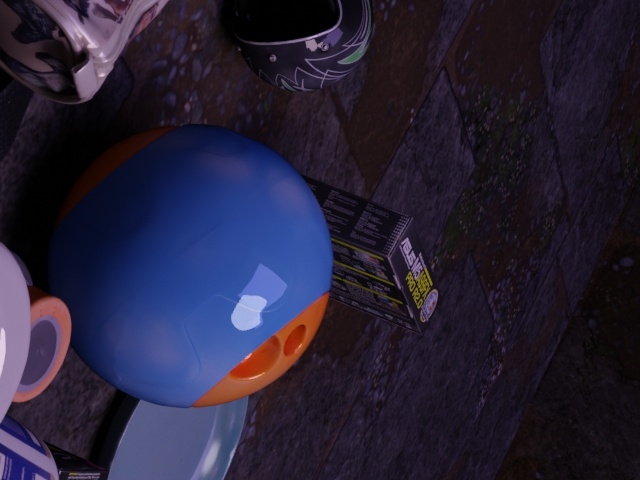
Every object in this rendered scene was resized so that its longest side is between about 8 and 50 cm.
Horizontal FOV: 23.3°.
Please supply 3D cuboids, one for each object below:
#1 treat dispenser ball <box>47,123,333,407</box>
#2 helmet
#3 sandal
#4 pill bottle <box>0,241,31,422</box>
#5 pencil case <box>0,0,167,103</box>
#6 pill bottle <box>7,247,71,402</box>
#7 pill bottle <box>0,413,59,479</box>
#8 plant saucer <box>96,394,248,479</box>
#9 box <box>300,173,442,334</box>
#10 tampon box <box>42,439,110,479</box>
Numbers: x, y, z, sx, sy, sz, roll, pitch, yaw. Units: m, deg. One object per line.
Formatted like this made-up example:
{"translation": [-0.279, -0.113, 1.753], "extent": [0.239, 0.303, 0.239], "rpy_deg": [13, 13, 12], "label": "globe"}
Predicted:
{"translation": [-0.130, 0.026, 1.568], "extent": [0.288, 0.288, 0.288], "rpy_deg": [-46, 147, -42], "label": "treat dispenser ball"}
{"translation": [-0.019, -0.248, 1.750], "extent": [0.169, 0.169, 0.161], "rpy_deg": [0, 92, -65], "label": "helmet"}
{"translation": [-0.293, -0.133, 1.414], "extent": [0.067, 0.040, 0.179], "rpy_deg": [88, 17, -51], "label": "sandal"}
{"translation": [-0.369, 0.032, 0.998], "extent": [0.188, 0.334, 0.188], "rpy_deg": [-46, 147, -42], "label": "pill bottle"}
{"translation": [-0.156, -0.292, 1.393], "extent": [0.410, 0.184, 0.160], "rpy_deg": [-53, 152, -32], "label": "pencil case"}
{"translation": [-0.319, 0.046, 1.229], "extent": [0.130, 0.246, 0.130], "rpy_deg": [-47, 148, -42], "label": "pill bottle"}
{"translation": [-0.354, 0.201, 1.392], "extent": [0.153, 0.153, 0.264], "rpy_deg": [-63, 155, -15], "label": "pill bottle"}
{"translation": [-0.190, 0.256, 1.928], "extent": [0.317, 0.044, 0.317], "rpy_deg": [-47, 148, -41], "label": "plant saucer"}
{"translation": [0.000, 0.000, 1.850], "extent": [0.060, 0.270, 0.216], "rpy_deg": [-60, 154, -19], "label": "box"}
{"translation": [-0.313, 0.288, 1.589], "extent": [0.101, 0.120, 0.161], "rpy_deg": [21, 90, -66], "label": "tampon box"}
